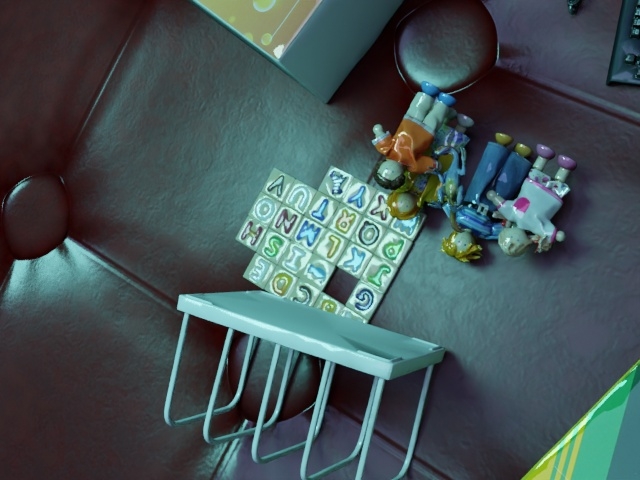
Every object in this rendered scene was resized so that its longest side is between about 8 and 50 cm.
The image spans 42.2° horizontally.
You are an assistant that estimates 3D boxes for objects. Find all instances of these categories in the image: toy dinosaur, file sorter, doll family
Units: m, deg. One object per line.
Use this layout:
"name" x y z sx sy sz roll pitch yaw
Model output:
"toy dinosaur" 0.148 -0.069 0.964 0.047 0.090 0.082 4 48 18
"file sorter" -0.025 0.179 1.013 0.278 0.193 0.173 16 94 25
"doll family" 0.178 -0.064 1.033 0.263 0.118 0.163 29 86 7

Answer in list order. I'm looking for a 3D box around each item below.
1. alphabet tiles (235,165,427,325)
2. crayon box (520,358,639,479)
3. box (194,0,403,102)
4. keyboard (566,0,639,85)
"alphabet tiles" 0.000 0.000 1.138 0.237 0.009 0.198 30 93 24
"crayon box" 0.310 0.186 0.775 0.106 0.363 0.313 44 99 23
"box" -0.076 -0.389 1.155 0.345 0.168 0.215 40 97 24
"keyboard" 0.402 -0.342 1.019 0.202 0.033 0.317 11 84 25
